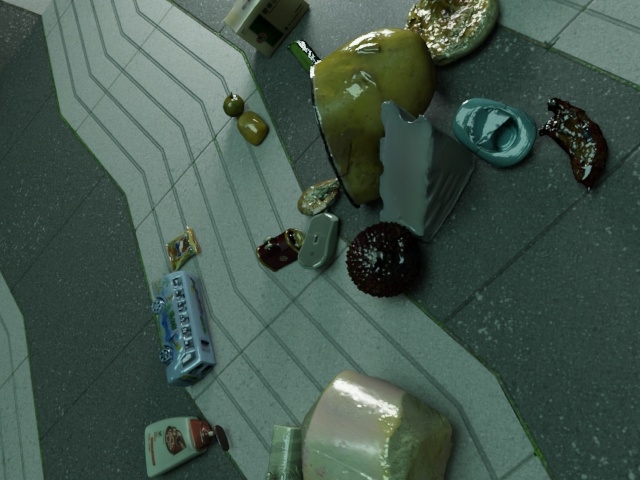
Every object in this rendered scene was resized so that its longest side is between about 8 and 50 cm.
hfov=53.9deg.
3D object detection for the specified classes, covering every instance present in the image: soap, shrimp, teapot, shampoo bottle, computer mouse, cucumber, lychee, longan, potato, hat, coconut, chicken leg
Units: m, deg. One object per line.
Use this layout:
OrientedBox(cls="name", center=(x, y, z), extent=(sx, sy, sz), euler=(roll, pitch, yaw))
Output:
OrientedBox(cls="soap", center=(0.196, -0.141, 1.425), extent=(0.159, 0.302, 0.257), euler=(38, 102, 34))
OrientedBox(cls="shrimp", center=(0.012, -0.126, 1.699), extent=(0.180, 0.041, 0.099), euler=(-26, 42, 21))
OrientedBox(cls="teapot", center=(-0.094, 0.555, 1.530), extent=(0.077, 0.107, 0.200), euler=(-2, 75, 32))
OrientedBox(cls="shampoo bottle", center=(-0.373, 0.561, 1.751), extent=(0.284, 0.071, 0.153), euler=(-23, 65, 30))
OrientedBox(cls="computer mouse", center=(0.000, 0.000, 1.668), extent=(0.089, 0.056, 0.181), euler=(5, 68, 27))
OrientedBox(cls="cucumber", center=(-0.042, -0.550, 1.869), extent=(0.046, 0.070, 0.220), euler=(-30, 58, -9))
OrientedBox(cls="lychee", center=(0.143, 0.048, 1.481), extent=(0.188, 0.188, 0.188), euler=(-12, 69, 33))
OrientedBox(cls="longan", center=(-0.276, -0.431, 1.988), extent=(0.075, 0.083, 0.075), euler=(-4, 45, 4))
OrientedBox(cls="potato", center=(0.155, -0.315, 1.528), extent=(0.296, 0.290, 0.397), euler=(-18, 76, 17))
OrientedBox(cls="hat", center=(0.403, -0.250, 1.447), extent=(0.191, 0.078, 0.138), euler=(35, 104, 19))
OrientedBox(cls="coconut", center=(0.098, 0.436, 1.329), extent=(0.310, 0.297, 0.297), euler=(12, 83, 36))
OrientedBox(cls="chicken leg", center=(0.543, -0.214, 1.338), extent=(0.105, 0.063, 0.233), euler=(-41, 57, 25))

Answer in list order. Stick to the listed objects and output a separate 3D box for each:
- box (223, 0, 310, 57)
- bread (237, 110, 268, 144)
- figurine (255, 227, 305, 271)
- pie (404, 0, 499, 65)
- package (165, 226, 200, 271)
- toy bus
OrientedBox(cls="box", center=(-0.166, -0.702, 1.936), extent=(0.212, 0.168, 0.095), euler=(-49, 52, 14))
OrientedBox(cls="bread", center=(-0.215, -0.350, 1.932), extent=(0.082, 0.056, 0.115), euler=(-46, 54, 16))
OrientedBox(cls="figurine", center=(-0.108, 0.012, 1.718), extent=(0.154, 0.098, 0.082), euler=(-30, 57, 28))
OrientedBox(cls="pie", center=(0.329, -0.569, 1.610), extent=(0.274, 0.055, 0.274), euler=(-17, 62, 35))
OrientedBox(cls="package", center=(-0.438, 0.025, 1.992), extent=(0.121, 0.031, 0.108), euler=(-35, 58, 23))
OrientedBox(cls="toy bus", center=(-0.406, 0.256, 1.857), extent=(0.136, 0.109, 0.329), euler=(-26, 62, 15))
